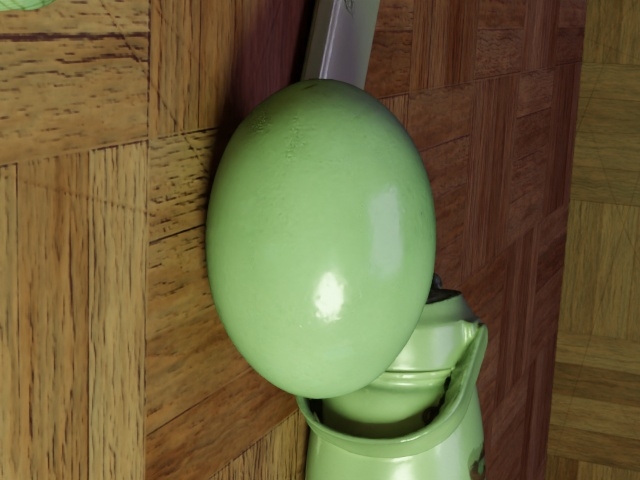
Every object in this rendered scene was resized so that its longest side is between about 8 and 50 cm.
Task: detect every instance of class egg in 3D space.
[{"bbox_3d":[0.000,0.000,0.995,0.203,0.203,0.283,-29,119,-64],"label":"egg"}]

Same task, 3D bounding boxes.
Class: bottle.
[{"bbox_3d":[0.085,0.192,1.266,0.229,0.229,0.352,-24,118,-65],"label":"bottle"}]

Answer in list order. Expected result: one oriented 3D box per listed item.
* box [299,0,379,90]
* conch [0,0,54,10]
[{"bbox_3d":[0.024,-0.216,1.205,0.142,0.044,0.285,33,66,-69],"label":"box"},{"bbox_3d":[-0.164,-0.180,0.617,0.137,0.114,0.234,117,-11,-54],"label":"conch"}]
